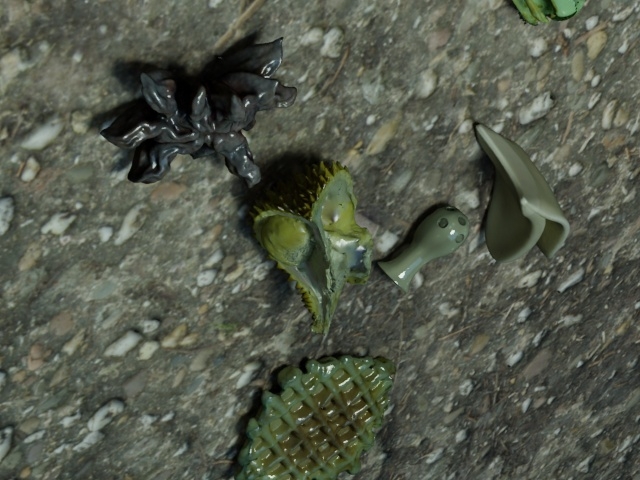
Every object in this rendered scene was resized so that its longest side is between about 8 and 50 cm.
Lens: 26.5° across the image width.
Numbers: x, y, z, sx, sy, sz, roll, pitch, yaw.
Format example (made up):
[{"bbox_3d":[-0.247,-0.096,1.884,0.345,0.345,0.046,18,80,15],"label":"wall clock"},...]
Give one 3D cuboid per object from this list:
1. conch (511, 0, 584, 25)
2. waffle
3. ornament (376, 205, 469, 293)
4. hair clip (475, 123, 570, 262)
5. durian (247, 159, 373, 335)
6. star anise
[{"bbox_3d":[0.305,-0.367,1.944,0.170,0.079,0.106,34,98,-32],"label":"conch"},{"bbox_3d":[-0.009,0.317,2.338,0.292,0.056,0.309,-4,128,-33],"label":"waffle"},{"bbox_3d":[0.171,0.008,2.182,0.156,0.081,0.075,-44,102,8],"label":"ornament"},{"bbox_3d":[0.328,-0.056,2.176,0.113,0.172,0.282,-20,146,-9],"label":"hair clip"},{"bbox_3d":[0.000,0.000,1.979,0.172,0.166,0.306,-24,137,-20],"label":"durian"},{"bbox_3d":[-0.148,-0.162,1.773,0.282,0.129,0.212,-7,147,-26],"label":"star anise"}]
